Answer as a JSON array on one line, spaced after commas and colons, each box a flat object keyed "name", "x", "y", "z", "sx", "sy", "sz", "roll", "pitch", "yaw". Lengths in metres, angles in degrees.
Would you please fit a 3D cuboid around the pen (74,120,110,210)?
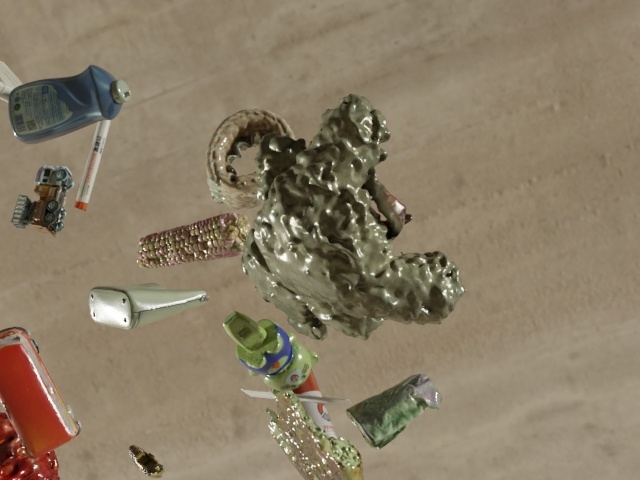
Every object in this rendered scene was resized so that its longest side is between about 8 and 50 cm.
[{"name": "pen", "x": -0.437, "y": -0.164, "z": 1.817, "sx": 0.026, "sy": 0.218, "sz": 0.026, "roll": 16, "pitch": -178, "yaw": -1}]

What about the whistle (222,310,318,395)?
[{"name": "whistle", "x": -0.087, "y": 0.189, "z": 1.593, "sx": 0.105, "sy": 0.227, "sz": 0.085, "roll": -42, "pitch": -138, "yaw": 0}]

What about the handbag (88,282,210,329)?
[{"name": "handbag", "x": -0.434, "y": 0.144, "z": 2.468, "sx": 0.241, "sy": 0.109, "sz": 0.315, "roll": 6, "pitch": -165, "yaw": 41}]

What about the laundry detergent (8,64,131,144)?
[{"name": "laundry detergent", "x": -0.380, "y": -0.212, "z": 1.436, "sx": 0.206, "sy": 0.096, "sz": 0.061, "roll": -10, "pitch": 162, "yaw": 21}]

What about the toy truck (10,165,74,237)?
[{"name": "toy truck", "x": -0.710, "y": -0.108, "z": 2.406, "sx": 0.115, "sy": 0.177, "sz": 0.080, "roll": 10, "pitch": 163, "yaw": 5}]

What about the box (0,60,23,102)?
[{"name": "box", "x": -0.547, "y": -0.276, "z": 1.464, "sx": 0.032, "sy": 0.122, "sz": 0.220, "roll": -46, "pitch": 156, "yaw": 7}]

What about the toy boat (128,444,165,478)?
[{"name": "toy boat", "x": -0.460, "y": 0.587, "z": 2.473, "sx": 0.047, "sy": 0.049, "sz": 0.149, "roll": -35, "pitch": -142, "yaw": -30}]

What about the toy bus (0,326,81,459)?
[{"name": "toy bus", "x": -0.386, "y": 0.200, "z": 1.229, "sx": 0.079, "sy": 0.174, "sz": 0.077, "roll": -27, "pitch": -173, "yaw": -11}]

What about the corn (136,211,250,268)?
[{"name": "corn", "x": -0.344, "y": 0.009, "z": 2.553, "sx": 0.335, "sy": 0.126, "sz": 0.126, "roll": -13, "pitch": -159, "yaw": 21}]

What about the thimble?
[{"name": "thimble", "x": -0.165, "y": -0.189, "z": 2.222, "sx": 0.196, "sy": 0.148, "sz": 0.229, "roll": 19, "pitch": -111, "yaw": 6}]

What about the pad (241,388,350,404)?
[{"name": "pad", "x": -0.049, "y": 0.335, "z": 1.992, "sx": 0.232, "sy": 0.004, "sz": 0.156, "roll": 5, "pitch": 166, "yaw": 4}]

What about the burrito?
[{"name": "burrito", "x": 0.191, "y": 0.424, "z": 2.392, "sx": 0.229, "sy": 0.089, "sz": 0.144, "roll": -33, "pitch": -134, "yaw": -9}]

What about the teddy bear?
[{"name": "teddy bear", "x": 0.000, "y": 0.000, "z": 1.428, "sx": 0.224, "sy": 0.357, "sz": 0.367, "roll": -30, "pitch": -175, "yaw": -27}]

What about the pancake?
[{"name": "pancake", "x": -0.012, "y": 0.424, "z": 1.913, "sx": 0.067, "sy": 0.305, "sz": 0.426, "roll": -30, "pitch": 160, "yaw": -17}]

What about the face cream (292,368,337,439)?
[{"name": "face cream", "x": -0.036, "y": 0.405, "z": 2.265, "sx": 0.096, "sy": 0.096, "sz": 0.214, "roll": -22, "pitch": -116, "yaw": 1}]

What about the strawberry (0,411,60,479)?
[{"name": "strawberry", "x": -0.532, "y": 0.390, "z": 1.310, "sx": 0.345, "sy": 0.295, "sz": 0.317, "roll": -47, "pitch": -142, "yaw": 3}]
